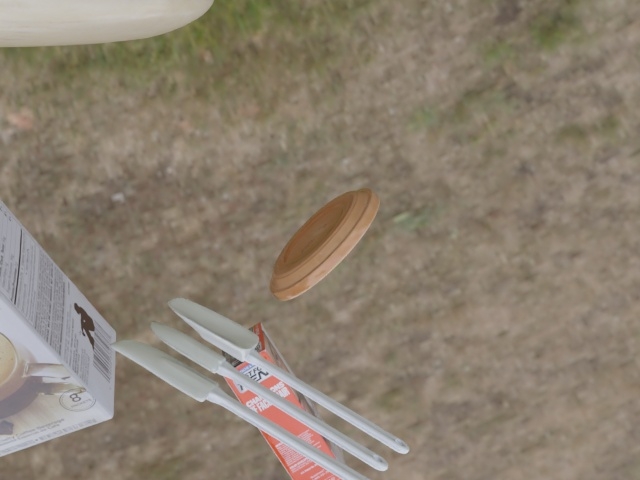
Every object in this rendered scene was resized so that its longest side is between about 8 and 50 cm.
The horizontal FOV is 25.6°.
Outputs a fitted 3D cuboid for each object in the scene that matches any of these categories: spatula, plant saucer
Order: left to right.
[{"bbox_3d":[-0.038,0.123,1.142,0.019,0.242,0.168,-62,173,12],"label":"spatula"},{"bbox_3d":[0.000,0.000,0.817,0.013,0.083,0.083,43,118,-14],"label":"plant saucer"}]

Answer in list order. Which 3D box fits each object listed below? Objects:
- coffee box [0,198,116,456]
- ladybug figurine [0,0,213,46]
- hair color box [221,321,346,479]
[{"bbox_3d":[-0.333,0.066,1.290,0.168,0.119,0.297,-20,134,14],"label":"coffee box"},{"bbox_3d":[-0.267,-0.229,1.001,0.449,0.305,0.161,-13,111,-49],"label":"ladybug figurine"},{"bbox_3d":[-0.035,0.174,1.420,0.053,0.093,0.167,-32,105,3],"label":"hair color box"}]
